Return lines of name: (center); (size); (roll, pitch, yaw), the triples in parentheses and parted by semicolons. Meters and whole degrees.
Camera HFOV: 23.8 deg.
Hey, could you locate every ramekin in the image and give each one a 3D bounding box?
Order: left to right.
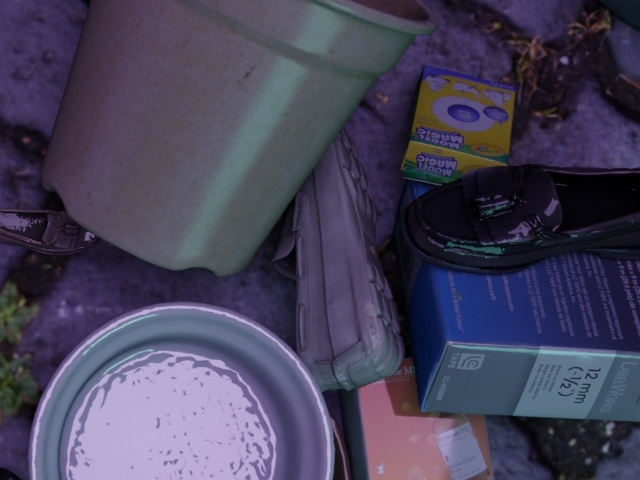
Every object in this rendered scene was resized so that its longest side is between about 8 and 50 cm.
ramekin: (-0.134, 0.202, 1.427); (0.277, 0.135, 0.277); (2, 81, -10)

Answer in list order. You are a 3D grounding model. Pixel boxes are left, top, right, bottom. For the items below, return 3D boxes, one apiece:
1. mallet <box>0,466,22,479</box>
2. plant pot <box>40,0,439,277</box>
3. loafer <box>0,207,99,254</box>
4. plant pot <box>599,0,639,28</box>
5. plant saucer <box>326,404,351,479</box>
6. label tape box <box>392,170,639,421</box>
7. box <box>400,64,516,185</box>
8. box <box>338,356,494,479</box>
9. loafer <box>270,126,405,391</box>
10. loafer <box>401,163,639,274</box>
mallet: (-0.265, 0.306, 1.479); (0.062, 0.039, 0.189); (-44, 95, -14)
plant pot: (-0.106, -0.148, 1.426); (0.334, 0.334, 0.305); (26, 106, -6)
loafer: (-0.283, -0.012, 1.521); (0.125, 0.039, 0.045); (7, 79, -10)
plant pot: (0.400, -0.351, 1.616); (0.247, 0.248, 0.252); (-37, 105, -15)
plant saucer: (-0.108, 0.244, 1.515); (0.278, 0.041, 0.278); (2, 80, -11)
label tape box: (0.261, 0.055, 1.522); (0.348, 0.115, 0.249); (5, 43, -12)
box: (0.142, -0.110, 1.560); (0.105, 0.043, 0.179); (14, 39, 0)
box: (0.096, 0.205, 1.535); (0.130, 0.091, 0.170); (-6, 83, -12)
loafer: (0.000, 0.000, 1.515); (0.111, 0.112, 0.319); (-18, 56, 14)
loafer: (0.227, -0.036, 1.446); (0.302, 0.095, 0.109); (-2, 59, -18)
